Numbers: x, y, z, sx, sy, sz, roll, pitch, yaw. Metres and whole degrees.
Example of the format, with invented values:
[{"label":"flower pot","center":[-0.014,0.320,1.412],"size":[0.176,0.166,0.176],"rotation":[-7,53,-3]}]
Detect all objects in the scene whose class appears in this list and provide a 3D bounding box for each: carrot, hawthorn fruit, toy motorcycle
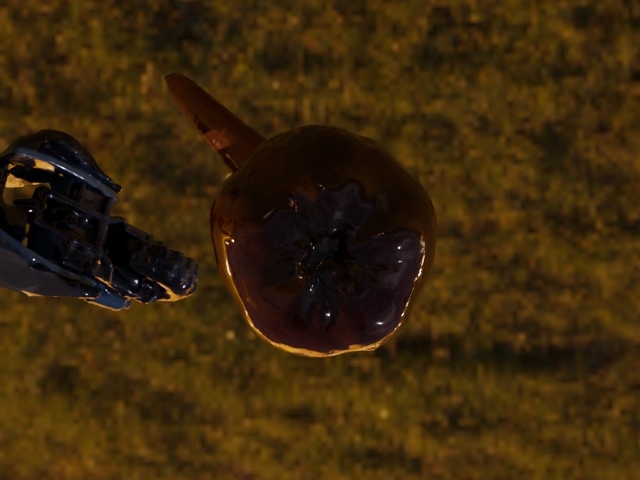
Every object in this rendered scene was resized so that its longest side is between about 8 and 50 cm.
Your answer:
[{"label":"carrot","center":[-0.088,-0.103,2.056],"size":[0.066,0.271,0.062],"rotation":[-26,153,-45]},{"label":"hawthorn fruit","center":[0.000,0.000,1.711],"size":[0.208,0.208,0.248],"rotation":[1,-176,-4]},{"label":"toy motorcycle","center":[-0.341,-0.018,2.178],"size":[0.416,0.172,0.232],"rotation":[25,157,-39]}]
